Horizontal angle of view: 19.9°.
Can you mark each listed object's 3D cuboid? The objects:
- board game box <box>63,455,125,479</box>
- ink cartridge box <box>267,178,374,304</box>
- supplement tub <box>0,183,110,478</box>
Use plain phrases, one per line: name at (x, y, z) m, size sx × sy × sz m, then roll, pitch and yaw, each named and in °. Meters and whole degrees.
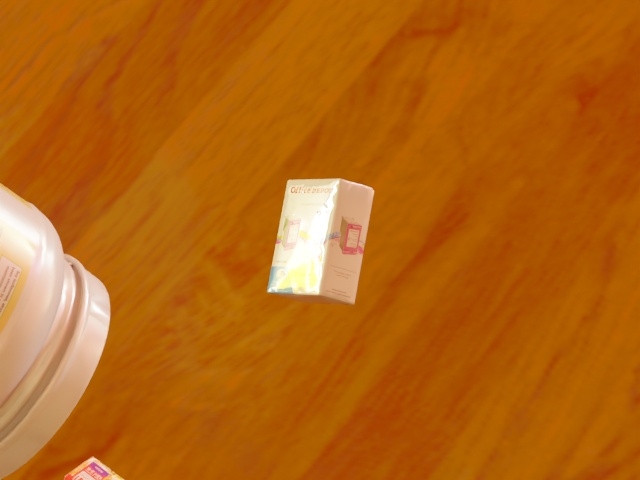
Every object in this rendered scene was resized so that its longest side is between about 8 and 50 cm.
board game box at (-0.164, 0.311, 1.674) m, size 0.193 × 0.147 × 0.045 m, roll 32°, pitch 37°, yaw 19°
ink cartridge box at (0.000, 0.000, 1.854) m, size 0.052 × 0.088 × 0.122 m, roll 18°, pitch 79°, yaw -39°
supplement tub at (-0.356, 0.028, 1.440) m, size 0.331 × 0.241 × 0.241 m, roll 38°, pitch 66°, yaw -30°
